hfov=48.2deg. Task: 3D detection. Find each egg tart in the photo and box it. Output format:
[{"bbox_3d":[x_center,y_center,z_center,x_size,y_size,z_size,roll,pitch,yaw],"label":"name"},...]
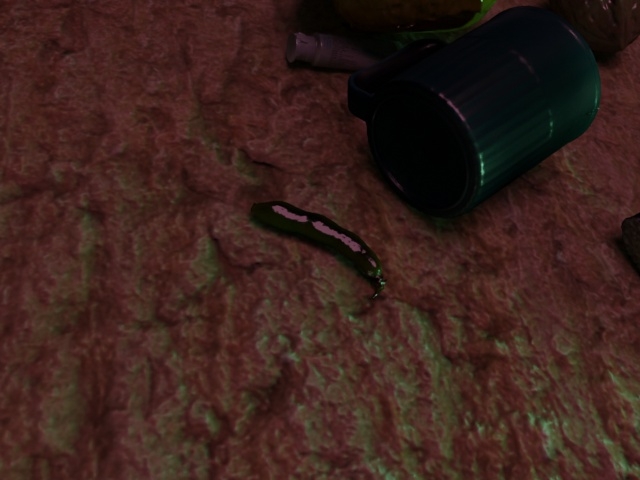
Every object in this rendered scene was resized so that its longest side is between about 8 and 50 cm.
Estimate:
[{"bbox_3d":[0.168,-0.453,1.247,0.443,0.178,0.443,-2,16,1],"label":"egg tart"}]

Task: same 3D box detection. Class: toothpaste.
[{"bbox_3d":[0.057,-0.335,1.278,0.234,0.057,0.089,-2,58,-22],"label":"toothpaste"}]

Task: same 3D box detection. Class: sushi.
[{"bbox_3d":[0.537,0.019,1.116,0.078,0.090,0.150,-18,63,-20],"label":"sushi"}]

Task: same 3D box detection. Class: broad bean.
[{"bbox_3d":[0.004,-0.003,1.037,0.226,0.039,0.069,33,60,10],"label":"broad bean"}]

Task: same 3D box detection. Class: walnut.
[{"bbox_3d":[0.556,-0.474,1.425,0.178,0.178,0.230,-10,70,-20],"label":"walnut"}]

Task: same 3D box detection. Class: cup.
[{"bbox_3d":[0.226,-0.218,1.110,0.292,0.242,0.308,-35,82,-28],"label":"cup"}]
